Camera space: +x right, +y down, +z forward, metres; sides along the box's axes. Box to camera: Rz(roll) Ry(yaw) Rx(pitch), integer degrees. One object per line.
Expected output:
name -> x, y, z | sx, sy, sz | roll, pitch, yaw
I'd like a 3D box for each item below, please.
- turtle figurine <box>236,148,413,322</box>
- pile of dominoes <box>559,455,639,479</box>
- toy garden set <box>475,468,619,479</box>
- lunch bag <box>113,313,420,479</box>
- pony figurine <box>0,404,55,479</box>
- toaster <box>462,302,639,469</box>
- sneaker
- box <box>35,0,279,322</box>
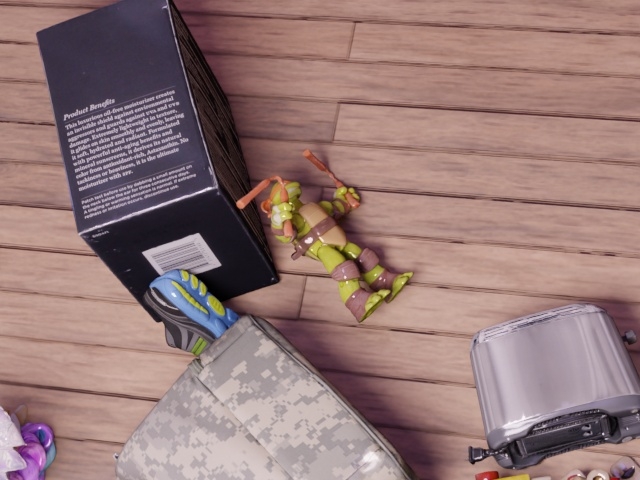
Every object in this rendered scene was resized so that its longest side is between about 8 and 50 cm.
turtle figurine -> 0.000, 0.000, 1.932 | 0.217, 0.269, 0.087 | 47, 111, 9
pile of dominoes -> 0.341, 0.374, 1.765 | 0.196, 0.040, 0.251 | -38, 64, -6
toy garden set -> 0.284, 0.342, 1.749 | 0.244, 0.049, 0.203 | -12, 73, 13
lunch bag -> -0.064, 0.272, 1.806 | 0.256, 0.212, 0.305 | -43, 62, -6
pony figurine -> -0.393, 0.336, 1.815 | 0.351, 0.303, 0.363 | -3, 43, 54
toaster -> 0.264, 0.169, 1.828 | 0.227, 0.129, 0.146 | -16, 60, 8
sneaker -> -0.145, 0.112, 1.936 | 0.078, 0.188, 0.067 | -22, 29, 37
box -> -0.200, -0.098, 1.957 | 0.183, 0.296, 0.294 | -18, 63, 5
